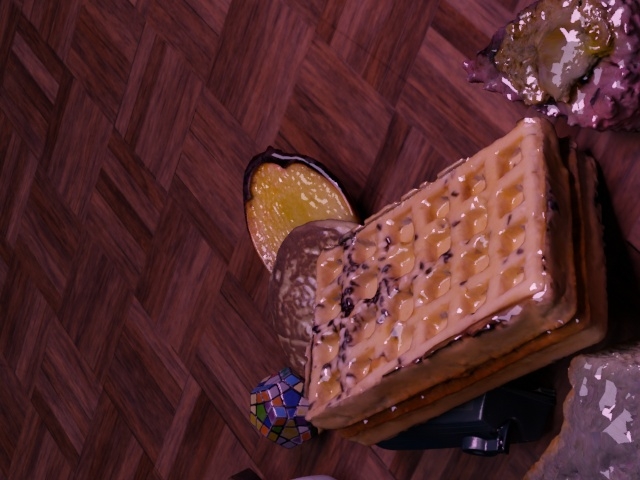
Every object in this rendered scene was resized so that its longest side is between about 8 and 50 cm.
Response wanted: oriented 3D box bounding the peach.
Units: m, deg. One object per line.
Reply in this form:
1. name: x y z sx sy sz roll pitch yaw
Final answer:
1. peach: 0.002 -0.003 1.910 0.189 0.068 0.279 -24 91 46

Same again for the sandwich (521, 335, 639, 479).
1. sandwich: 0.339 0.245 1.439 0.262 0.131 0.325 45 125 43

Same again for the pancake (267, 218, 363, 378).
1. pancake: 0.027 0.088 1.859 0.250 0.031 0.250 14 114 36

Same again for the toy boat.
1. toy boat: 0.137 0.191 1.712 0.296 0.114 0.122 -9 65 53

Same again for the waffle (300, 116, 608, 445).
1. waffle: 0.139 0.050 1.597 0.376 0.114 0.261 -32 43 40

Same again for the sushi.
1. sushi: 0.264 -0.211 1.529 0.241 0.107 0.161 32 114 47

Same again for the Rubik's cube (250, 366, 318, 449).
1. Rubik's cube: -0.043 0.228 1.963 0.093 0.111 0.111 5 98 24

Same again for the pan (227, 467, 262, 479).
1. pan: -0.131 0.398 2.016 0.048 0.202 0.128 18 107 28

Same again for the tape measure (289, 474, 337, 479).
1. tape measure: -0.025 0.456 1.930 0.246 0.125 0.243 57 133 32
